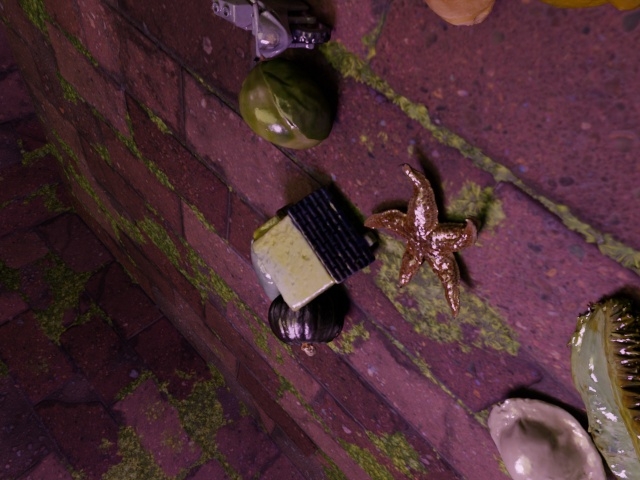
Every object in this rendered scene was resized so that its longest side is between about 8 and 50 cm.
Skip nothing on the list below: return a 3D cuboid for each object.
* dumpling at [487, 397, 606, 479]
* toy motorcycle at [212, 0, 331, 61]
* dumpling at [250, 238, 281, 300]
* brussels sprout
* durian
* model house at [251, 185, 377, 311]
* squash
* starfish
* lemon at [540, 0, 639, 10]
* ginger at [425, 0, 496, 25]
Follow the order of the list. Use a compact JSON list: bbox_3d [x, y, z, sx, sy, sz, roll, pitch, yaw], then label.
[{"bbox_3d":[0.388,0.354,0.705,0.181,0.111,0.155,25,121,3],"label":"dumpling"},{"bbox_3d":[-0.089,-0.338,0.650,0.215,0.122,0.080,35,137,27],"label":"toy motorcycle"},{"bbox_3d":[-0.098,0.082,1.048,0.149,0.105,0.217,23,135,38],"label":"dumpling"},{"bbox_3d":[-0.062,-0.233,0.705,0.183,0.145,0.131,41,118,9],"label":"brussels sprout"},{"bbox_3d":[0.459,0.246,0.554,0.394,0.163,0.198,63,-176,-7],"label":"durian"},{"bbox_3d":[0.000,0.000,0.864,0.211,0.170,0.194,-36,83,28],"label":"model house"},{"bbox_3d":[-0.037,0.186,1.002,0.193,0.193,0.156,16,91,43],"label":"squash"},{"bbox_3d":[0.165,0.000,0.696,0.235,0.062,0.277,-2,120,52],"label":"starfish"},{"bbox_3d":[0.205,-0.284,0.293,0.184,0.184,0.249,-14,91,54],"label":"lemon"},{"bbox_3d":[0.043,-0.419,0.424,0.363,0.122,0.348,40,154,37],"label":"ginger"}]
